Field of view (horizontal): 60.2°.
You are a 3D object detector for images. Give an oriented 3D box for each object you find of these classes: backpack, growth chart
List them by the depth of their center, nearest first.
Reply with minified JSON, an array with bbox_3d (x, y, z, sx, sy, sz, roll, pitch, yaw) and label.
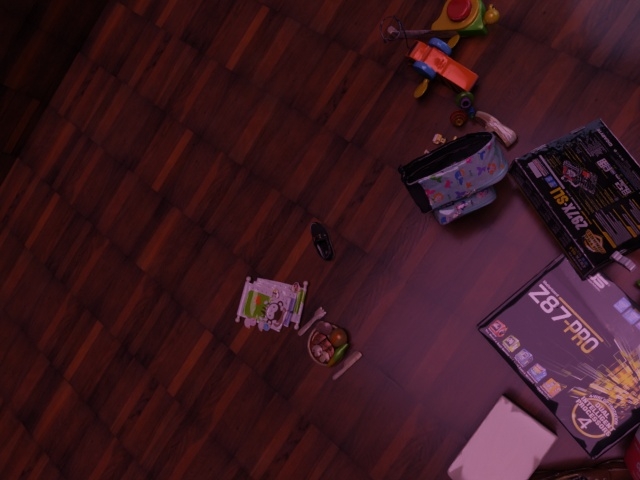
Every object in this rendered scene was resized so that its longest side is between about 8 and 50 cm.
[{"bbox_3d":[0.358,-0.171,1.438,0.253,0.225,0.191,-33,104,14],"label":"backpack"},{"bbox_3d":[-0.153,0.199,1.708,0.237,0.021,0.172,5,84,24],"label":"growth chart"}]

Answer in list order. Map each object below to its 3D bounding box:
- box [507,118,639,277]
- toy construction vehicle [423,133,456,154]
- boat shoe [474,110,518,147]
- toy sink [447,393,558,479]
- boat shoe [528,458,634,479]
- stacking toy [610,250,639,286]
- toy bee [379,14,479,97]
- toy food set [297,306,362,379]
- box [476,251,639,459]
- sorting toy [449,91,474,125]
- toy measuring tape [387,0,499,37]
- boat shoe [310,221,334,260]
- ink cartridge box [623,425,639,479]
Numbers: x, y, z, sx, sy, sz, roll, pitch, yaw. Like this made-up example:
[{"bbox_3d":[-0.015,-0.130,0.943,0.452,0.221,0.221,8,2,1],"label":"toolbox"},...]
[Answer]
[{"bbox_3d":[0.655,-0.109,1.334,0.257,0.079,0.322,-27,70,-6],"label":"box"},{"bbox_3d":[0.352,-0.260,1.561,0.098,0.035,0.086,30,94,24],"label":"toy construction vehicle"},{"bbox_3d":[0.472,-0.304,1.509,0.135,0.050,0.045,41,93,23],"label":"boat shoe"},{"bbox_3d":[0.441,0.515,1.343,0.152,0.131,0.234,35,91,24],"label":"toy sink"},{"bbox_3d":[0.629,0.576,1.266,0.307,0.104,0.111,-18,74,19],"label":"boat shoe"},{"bbox_3d":[0.770,0.025,1.247,0.167,0.221,0.052,-50,37,11],"label":"stacking toy"},{"bbox_3d":[0.312,-0.524,1.577,0.195,0.162,0.298,-34,95,6],"label":"toy bee"},{"bbox_3d":[0.017,0.301,1.608,0.132,0.038,0.192,-47,67,10],"label":"toy food set"},{"bbox_3d":[0.628,0.259,1.325,0.318,0.097,0.395,-41,68,8],"label":"box"},{"bbox_3d":[0.398,-0.357,1.530,0.061,0.102,0.042,10,42,-3],"label":"sorting toy"},{"bbox_3d":[0.354,-0.650,1.591,0.329,0.121,0.122,11,86,34],"label":"toy measuring tape"},{"bbox_3d":[0.002,-0.001,1.665,0.048,0.042,0.133,-30,70,18],"label":"boat shoe"},{"bbox_3d":[0.809,0.400,1.131,0.225,0.131,0.307,17,109,7],"label":"ink cartridge box"}]
